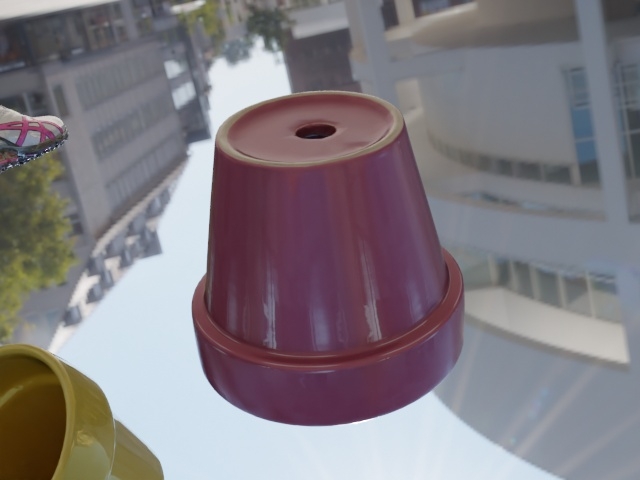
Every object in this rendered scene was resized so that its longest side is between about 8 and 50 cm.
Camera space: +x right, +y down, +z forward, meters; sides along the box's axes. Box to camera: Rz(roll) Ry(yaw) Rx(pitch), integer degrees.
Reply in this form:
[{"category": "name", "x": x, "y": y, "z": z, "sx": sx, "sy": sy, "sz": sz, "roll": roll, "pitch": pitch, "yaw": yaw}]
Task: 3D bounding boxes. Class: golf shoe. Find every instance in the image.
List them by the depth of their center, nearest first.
[{"category": "golf shoe", "x": -0.355, "y": -0.126, "z": 1.140, "sx": 0.067, "sy": 0.086, "sz": 0.186, "roll": -20, "pitch": -171, "yaw": 23}]

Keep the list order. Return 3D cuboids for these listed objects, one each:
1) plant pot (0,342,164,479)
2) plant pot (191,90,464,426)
[{"category": "plant pot", "x": -0.321, "y": 0.283, "z": 1.206, "sx": 0.254, "sy": 0.239, "sz": 0.254, "roll": -15, "pitch": -123, "yaw": 25}, {"category": "plant pot", "x": 0.000, "y": 0.000, "z": 0.711, "sx": 0.201, "sy": 0.180, "sz": 0.201, "roll": -5, "pitch": -150, "yaw": 3}]
